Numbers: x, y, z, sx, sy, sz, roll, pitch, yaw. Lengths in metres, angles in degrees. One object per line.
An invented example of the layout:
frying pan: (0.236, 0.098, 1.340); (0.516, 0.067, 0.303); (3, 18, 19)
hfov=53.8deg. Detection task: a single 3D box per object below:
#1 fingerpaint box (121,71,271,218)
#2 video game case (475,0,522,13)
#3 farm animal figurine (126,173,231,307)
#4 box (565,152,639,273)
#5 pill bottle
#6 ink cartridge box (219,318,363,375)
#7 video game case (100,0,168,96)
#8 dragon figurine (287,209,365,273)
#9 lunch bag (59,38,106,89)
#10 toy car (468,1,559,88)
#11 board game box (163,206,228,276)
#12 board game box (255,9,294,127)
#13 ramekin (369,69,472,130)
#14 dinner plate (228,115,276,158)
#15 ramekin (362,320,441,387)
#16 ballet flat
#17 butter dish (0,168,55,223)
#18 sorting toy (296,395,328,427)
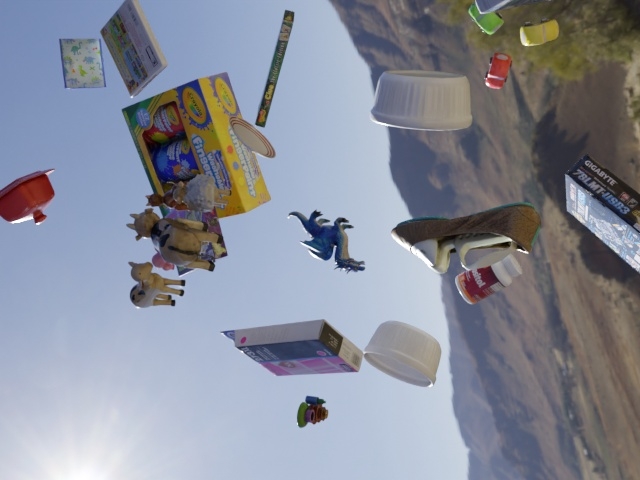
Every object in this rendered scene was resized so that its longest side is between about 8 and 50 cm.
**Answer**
fingerpaint box: (-0.417, -0.287, 2.110); (0.163, 0.371, 0.444); (-36, -68, -54)
video game case: (0.498, -0.527, 1.191); (0.329, 0.300, 0.036); (-27, -85, -42)
farm animal figurine: (-0.369, 0.007, 1.495); (0.172, 0.327, 0.330); (11, -95, -36)
box: (0.667, -0.030, 1.372); (0.293, 0.073, 0.295); (50, -173, 25)
pill bottle: (0.429, 0.093, 1.607); (0.086, 0.152, 0.086); (42, -152, -29)
ink cartridge box: (-0.088, 0.284, 1.638); (0.176, 0.371, 0.069); (44, -129, -36)
video game case: (-0.561, -0.577, 1.889); (0.026, 0.206, 0.226); (-27, -87, -46)
dragon figurine: (0.000, 0.000, 1.752); (0.144, 0.289, 0.085); (-67, -24, -13)
lunch bag: (-0.753, -0.557, 2.004); (0.096, 0.129, 0.151); (172, 91, -73)
toy car: (0.486, -0.553, 1.699); (0.225, 0.239, 0.053); (43, -150, -8)
board game box: (-0.392, -0.016, 1.947); (0.347, 0.056, 0.208); (-21, 88, 58)
board game box: (-0.111, -0.417, 1.535); (0.136, 0.030, 0.259); (-96, 22, -59)
ramekin: (0.267, -0.375, 1.658); (0.273, 0.273, 0.127); (-68, -19, -68)
dinner plate: (-0.164, -0.240, 1.487); (0.141, 0.017, 0.141); (38, -157, -19)
ramekin: (0.226, 0.301, 1.698); (0.109, 0.207, 0.207); (-63, -31, -21)
ballet flat: (0.299, 0.006, 1.353); (0.116, 0.343, 0.124); (36, -125, -48)
butter dish: (-0.751, -0.097, 1.623); (0.118, 0.160, 0.160); (59, -163, -12)
sorting toy: (-0.011, 0.349, 1.283); (0.102, 0.042, 0.061); (18, -105, -68)
